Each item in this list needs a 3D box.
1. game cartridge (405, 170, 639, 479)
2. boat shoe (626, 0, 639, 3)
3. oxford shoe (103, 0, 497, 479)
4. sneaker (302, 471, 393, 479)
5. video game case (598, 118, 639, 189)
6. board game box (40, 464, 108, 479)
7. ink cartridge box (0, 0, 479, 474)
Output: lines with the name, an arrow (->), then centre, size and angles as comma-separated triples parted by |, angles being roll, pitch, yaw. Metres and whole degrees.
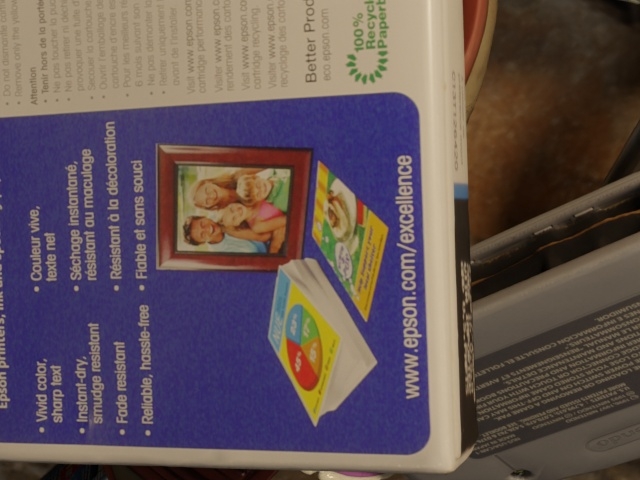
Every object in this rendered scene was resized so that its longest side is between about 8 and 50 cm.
game cartridge -> 0.154, 0.063, 0.709 | 0.297, 0.062, 0.198 | -25, 138, 27
boat shoe -> 0.148, -0.161, 0.609 | 0.226, 0.083, 0.076 | 25, 147, -23
oxford shoe -> 0.000, 0.000, 0.632 | 0.123, 0.130, 0.348 | 35, 108, 15
sneaker -> -0.009, 0.099, 0.775 | 0.170, 0.068, 0.071 | 32, 111, -25
video game case -> 0.311, 0.008, 0.716 | 0.329, 0.036, 0.300 | 7, 140, -11
board game box -> -0.122, 0.203, 0.839 | 0.194, 0.060, 0.194 | 23, 121, -21
ink cartridge box -> -0.089, -0.056, 0.542 | 0.307, 0.072, 0.304 | -1, 93, 19
